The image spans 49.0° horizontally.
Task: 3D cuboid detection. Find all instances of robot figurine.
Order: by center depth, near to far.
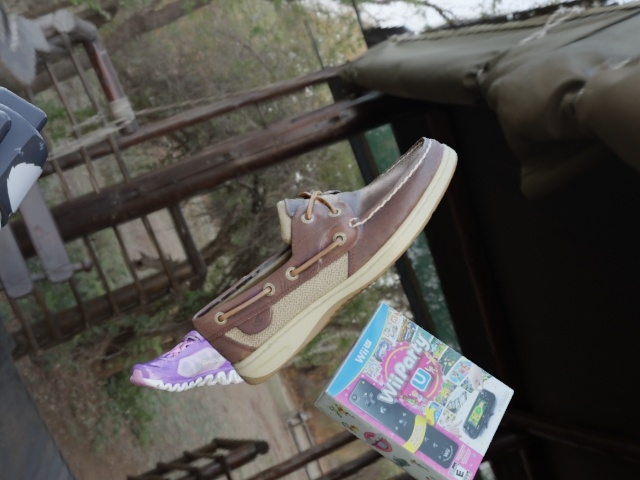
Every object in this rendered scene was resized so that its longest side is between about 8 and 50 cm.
[{"bbox_3d":[-0.547,-0.112,1.119,0.209,0.173,0.278,80,24,-52],"label":"robot figurine"}]

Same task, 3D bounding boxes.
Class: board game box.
[{"bbox_3d":[0.176,0.298,1.320,0.303,0.224,0.097,34,-30,4],"label":"board game box"}]

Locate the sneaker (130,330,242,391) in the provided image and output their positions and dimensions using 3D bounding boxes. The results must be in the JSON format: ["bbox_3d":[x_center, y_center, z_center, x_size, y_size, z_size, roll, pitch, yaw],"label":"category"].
[{"bbox_3d":[-0.236,0.211,1.262,0.095,0.236,0.104,5,-89,40],"label":"sneaker"}]

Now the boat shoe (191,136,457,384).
[{"bbox_3d":[0.000,0.000,0.766,0.123,0.342,0.123,44,6,-10],"label":"boat shoe"}]
